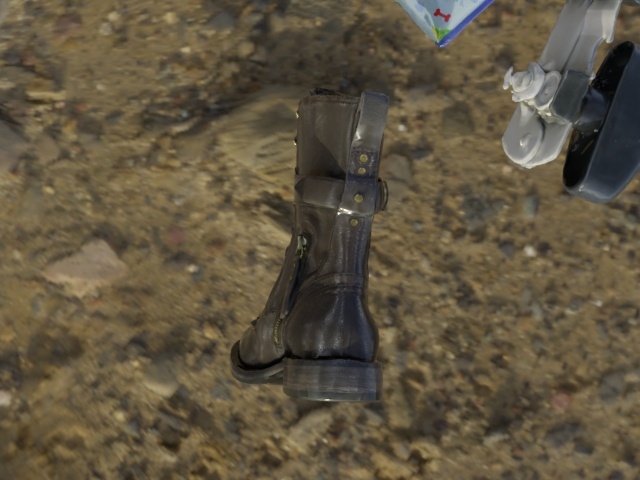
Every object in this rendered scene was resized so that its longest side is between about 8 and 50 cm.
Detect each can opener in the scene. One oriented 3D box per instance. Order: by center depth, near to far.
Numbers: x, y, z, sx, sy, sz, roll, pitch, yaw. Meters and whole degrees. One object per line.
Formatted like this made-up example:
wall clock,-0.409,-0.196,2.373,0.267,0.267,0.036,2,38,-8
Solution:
can opener,0.192,-0.165,0.752,0.093,0.074,0.280,20,94,-20

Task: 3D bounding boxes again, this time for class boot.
boot,0.000,0.000,0.918,0.091,0.263,0.229,3,88,-19

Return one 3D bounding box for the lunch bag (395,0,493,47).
lunch bag,0.114,-0.260,1.017,0.151,0.096,0.129,-41,100,14
